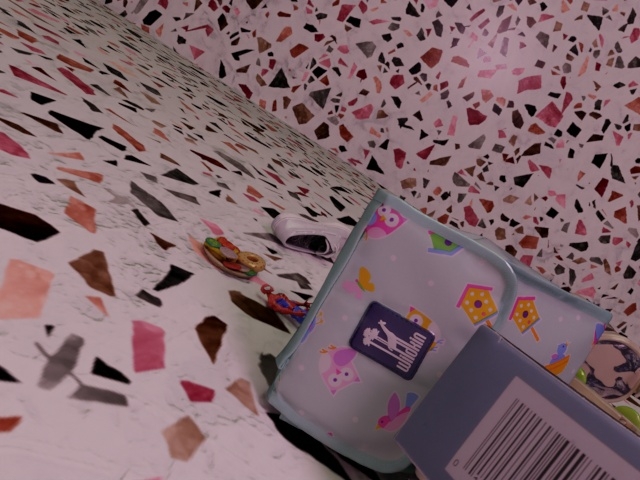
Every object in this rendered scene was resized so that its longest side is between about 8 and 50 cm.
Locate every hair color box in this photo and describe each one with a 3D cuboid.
[{"bbox_3d":[0.244,0.220,0.413,0.374,0.114,0.185,36,2,-38],"label":"hair color box"}]

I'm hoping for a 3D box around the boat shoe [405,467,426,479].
[{"bbox_3d":[0.143,0.258,0.398,0.206,0.065,0.075,38,-2,14],"label":"boat shoe"}]

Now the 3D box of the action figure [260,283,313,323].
[{"bbox_3d":[-0.026,0.089,0.646,0.115,0.030,0.038,32,19,5],"label":"action figure"}]

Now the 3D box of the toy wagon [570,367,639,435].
[{"bbox_3d":[0.439,0.272,0.960,0.267,0.068,0.344,16,22,-50],"label":"toy wagon"}]

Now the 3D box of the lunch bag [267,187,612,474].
[{"bbox_3d":[0.104,0.097,0.501,0.262,0.224,0.160,25,9,-27],"label":"lunch bag"}]

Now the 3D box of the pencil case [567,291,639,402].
[{"bbox_3d":[0.658,0.251,1.304,0.183,0.160,0.410,20,13,9],"label":"pencil case"}]

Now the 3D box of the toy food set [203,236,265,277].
[{"bbox_3d":[-0.114,0.021,0.687,0.083,0.020,0.082,35,15,6],"label":"toy food set"}]

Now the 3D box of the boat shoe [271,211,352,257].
[{"bbox_3d":[0.000,0.000,0.920,0.184,0.066,0.063,21,29,-42],"label":"boat shoe"}]
